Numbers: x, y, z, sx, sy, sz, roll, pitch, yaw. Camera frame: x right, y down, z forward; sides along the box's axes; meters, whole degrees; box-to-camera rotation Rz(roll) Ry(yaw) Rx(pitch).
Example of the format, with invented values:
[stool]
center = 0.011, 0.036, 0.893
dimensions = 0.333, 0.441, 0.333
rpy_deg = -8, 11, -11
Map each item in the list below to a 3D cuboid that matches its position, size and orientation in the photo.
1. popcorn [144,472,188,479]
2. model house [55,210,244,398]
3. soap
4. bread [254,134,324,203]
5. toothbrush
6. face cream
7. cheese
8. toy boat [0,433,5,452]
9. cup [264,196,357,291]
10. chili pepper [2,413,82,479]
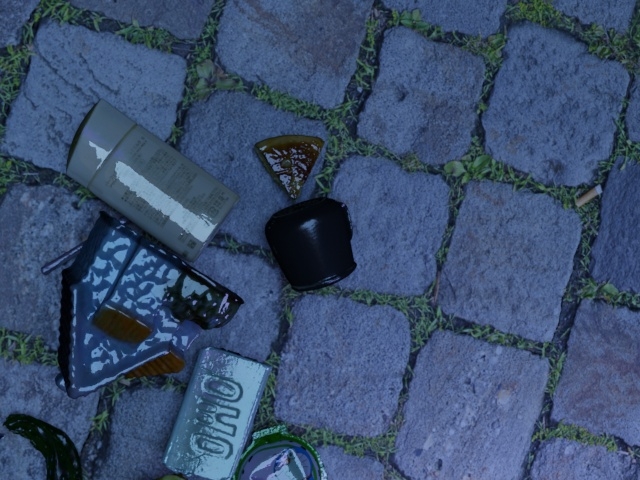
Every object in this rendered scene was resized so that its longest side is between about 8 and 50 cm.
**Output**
[popcorn]
center = -0.303, 0.558, 1.831
dimensions = 0.187, 0.185, 0.167
rpy_deg = 38, 37, 6
[model house]
center = -0.366, 0.162, 1.731
dimensions = 0.297, 0.360, 0.339
rpy_deg = 36, 83, -19
[soap]
center = -0.210, 0.351, 1.885
dimensions = 0.150, 0.094, 0.261
rpy_deg = 18, 82, 6
[bread]
center = -0.080, -0.172, 1.984
dimensions = 0.136, 0.054, 0.154
rpy_deg = 26, 75, -14
[toothbrush]
center = -0.415, -0.037, 1.900
dimensions = 0.354, 0.024, 0.029
rpy_deg = -34, 91, -14
[face cream]
center = -0.348, -0.120, 1.873
dimensions = 0.349, 0.081, 0.173
rpy_deg = 35, 75, -4
[cheese]
center = -0.074, 0.545, 1.937
dimensions = 0.204, 0.083, 0.320
rpy_deg = -12, 89, -16
[toy boat]
center = -0.641, 0.411, 1.810
dimensions = 0.038, 0.038, 0.083
rpy_deg = 36, 79, -11
[cup]
center = 0.000, 0.000, 1.955
dimensions = 0.223, 0.169, 0.176
rpy_deg = -28, 100, -46
[chili pepper]
center = -0.530, 0.464, 1.827
dimensions = 0.122, 0.065, 0.278
rpy_deg = -13, 89, -7
